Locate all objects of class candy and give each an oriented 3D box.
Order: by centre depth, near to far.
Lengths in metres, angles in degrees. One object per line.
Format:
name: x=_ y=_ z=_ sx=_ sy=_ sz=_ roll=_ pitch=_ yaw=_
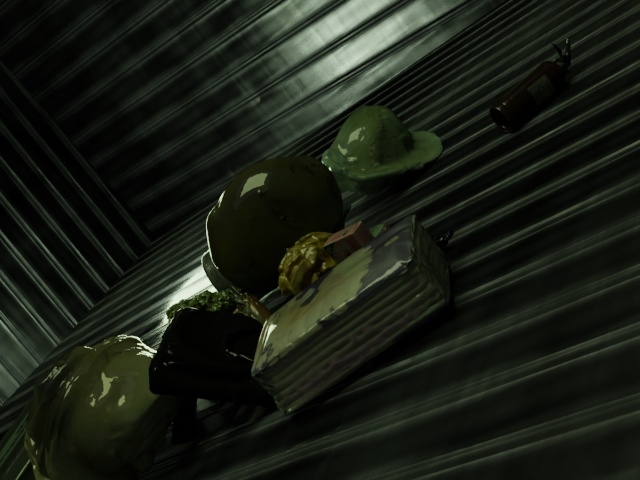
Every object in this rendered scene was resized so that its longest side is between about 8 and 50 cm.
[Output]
candy: x=0.110 y=0.007 z=2.005 sx=0.103 sy=0.043 sz=0.103 roll=-35 pitch=15 yaw=11

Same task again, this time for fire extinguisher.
fire extinguisher: x=0.466 y=-0.342 z=2.074 sx=0.231 sy=0.099 sz=0.071 roll=-42 pitch=34 yaw=-8

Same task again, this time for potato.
potato: x=-0.108 y=-0.043 z=2.086 sx=0.326 sy=0.243 sz=0.221 roll=-39 pitch=9 yaw=17

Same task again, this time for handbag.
handbag: x=-0.182 y=0.213 z=1.771 sx=0.275 sy=0.244 sz=0.088 roll=-89 pitch=9 yaw=-75

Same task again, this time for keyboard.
keyboard: x=-0.259 y=0.301 z=1.870 sx=0.060 sy=0.018 sz=0.195 roll=-19 pitch=57 yaw=37

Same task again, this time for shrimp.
shrimp: x=-0.147 y=0.163 z=1.977 sx=0.099 sy=0.180 sz=0.041 roll=-29 pitch=-32 yaw=-13

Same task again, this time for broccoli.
broccoli: x=-0.275 y=0.224 z=2.025 sx=0.254 sy=0.186 sz=0.302 roll=-24 pitch=13 yaw=27

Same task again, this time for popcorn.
popcorn: x=-0.012 y=0.063 z=1.963 sx=0.148 sy=0.152 sz=0.167 roll=2 pitch=-57 yaw=-58

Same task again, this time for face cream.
face cream: x=-0.180 y=0.060 z=2.329 sx=0.153 sy=0.177 sz=0.177 roll=-38 pitch=13 yaw=14

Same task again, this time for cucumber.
cucumber: x=0.195 y=0.013 z=1.775 sx=0.039 sy=0.043 sz=0.163 roll=3 pitch=-10 yaw=-34

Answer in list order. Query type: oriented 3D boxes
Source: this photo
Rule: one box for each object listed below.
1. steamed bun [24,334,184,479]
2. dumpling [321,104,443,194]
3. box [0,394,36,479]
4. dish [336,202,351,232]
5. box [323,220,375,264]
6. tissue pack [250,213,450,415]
steamed bun: x=-0.443 y=0.338 z=1.838 sx=0.339 sy=0.247 sz=0.352 roll=-62 pitch=30 yaw=-4
dumpling: x=0.135 y=-0.230 z=2.375 sx=0.270 sy=0.212 sz=0.320 roll=-16 pitch=37 yaw=53
box: x=-0.680 y=0.493 z=2.281 sx=0.397 sy=0.111 sz=0.395 roll=-20 pitch=35 yaw=58
dish: x=0.000 y=0.000 z=2.252 sx=0.246 sy=0.078 sz=0.224 roll=-26 pitch=19 yaw=48
box: x=0.078 y=0.032 z=1.828 sx=0.089 sy=0.125 sz=0.043 roll=-28 pitch=18 yaw=46
tissue pack: x=0.049 y=0.121 z=1.606 sx=0.344 sy=0.125 sz=0.242 roll=-36 pitch=13 yaw=16
